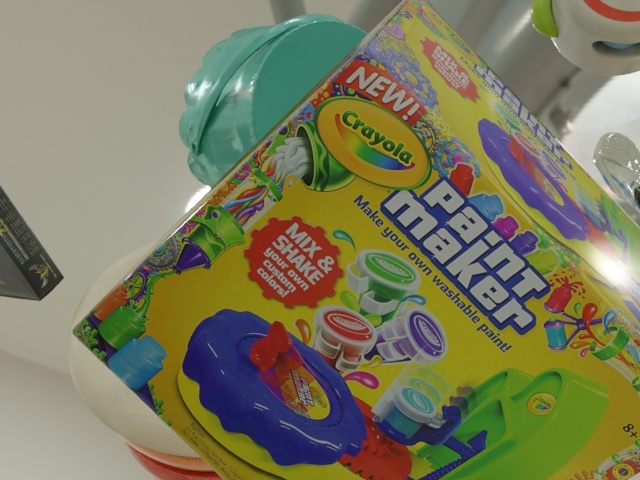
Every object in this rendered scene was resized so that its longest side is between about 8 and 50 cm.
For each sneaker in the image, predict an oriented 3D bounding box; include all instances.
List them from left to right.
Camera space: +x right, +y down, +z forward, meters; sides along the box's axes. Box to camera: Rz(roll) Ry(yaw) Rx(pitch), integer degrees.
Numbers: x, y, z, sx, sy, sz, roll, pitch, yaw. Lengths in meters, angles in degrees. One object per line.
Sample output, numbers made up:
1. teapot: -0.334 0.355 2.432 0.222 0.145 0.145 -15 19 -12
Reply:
1. sneaker: 0.551 -0.094 1.812 0.085 0.237 0.086 -15 -45 -7

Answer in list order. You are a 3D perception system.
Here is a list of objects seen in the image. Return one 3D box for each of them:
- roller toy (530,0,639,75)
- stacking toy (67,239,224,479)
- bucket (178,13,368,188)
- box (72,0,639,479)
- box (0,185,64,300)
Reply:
1. roller toy: 0.433 -0.352 1.511 0.209 0.191 0.146 -43 -16 -10
2. stacking toy: -0.148 0.257 1.431 0.350 0.350 0.480 -2 -45 -7
3. bucket: -0.030 -0.165 1.392 0.281 0.281 0.183 20 -8 -32
4. box: 0.052 0.046 0.695 0.290 0.177 0.279 45 -63 -6
5. box: -0.496 -0.020 1.499 0.183 0.059 0.232 3 -48 41
